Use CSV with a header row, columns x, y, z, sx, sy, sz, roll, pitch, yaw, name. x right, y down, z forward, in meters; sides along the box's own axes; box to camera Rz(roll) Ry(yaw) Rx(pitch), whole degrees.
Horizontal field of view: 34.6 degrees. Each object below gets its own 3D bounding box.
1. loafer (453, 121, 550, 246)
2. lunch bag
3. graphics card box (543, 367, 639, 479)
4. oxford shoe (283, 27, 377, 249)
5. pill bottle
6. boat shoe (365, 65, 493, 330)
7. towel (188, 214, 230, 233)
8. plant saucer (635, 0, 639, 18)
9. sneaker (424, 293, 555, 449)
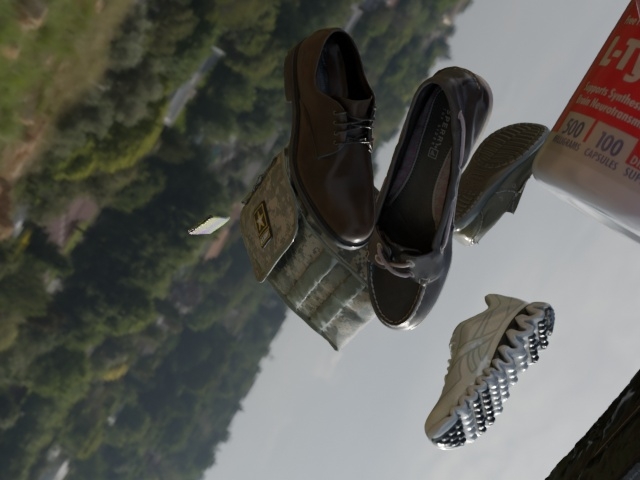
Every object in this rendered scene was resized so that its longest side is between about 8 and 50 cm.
x,y,z,sx,sy,sz,roll,pitch,yaw,name
0.274,-0.088,1.609,0.251,0.087,0.094,-45,-139,-17,loafer
0.000,0.000,1.597,0.169,0.287,0.235,-45,177,-32,lunch bag
0.324,0.218,0.614,0.233,0.371,0.094,-63,179,37,graphics card box
0.017,-0.104,1.030,0.083,0.227,0.096,-11,176,-27,oxford shoe
0.427,-0.190,1.116,0.407,0.229,0.229,-60,180,5,pill bottle
0.110,-0.043,1.216,0.095,0.112,0.335,-12,122,-57,boat shoe
-0.210,-0.031,1.941,0.060,0.009,0.083,-34,168,19,towel
0.396,-0.202,0.837,0.332,0.332,0.084,-59,-174,-14,plant saucer
0.233,0.190,1.531,0.292,0.118,0.110,-45,143,-30,sneaker
